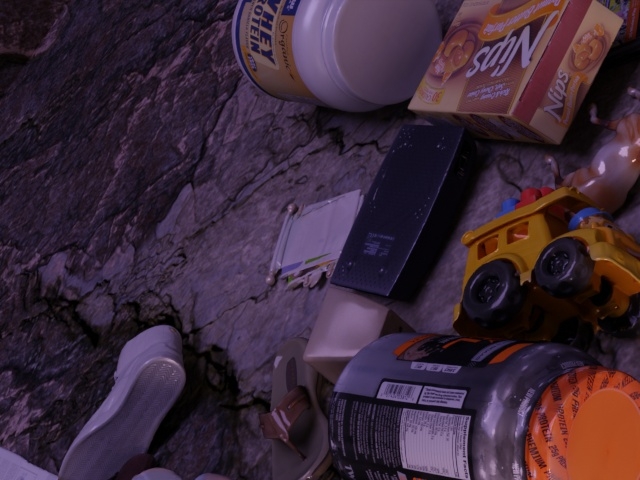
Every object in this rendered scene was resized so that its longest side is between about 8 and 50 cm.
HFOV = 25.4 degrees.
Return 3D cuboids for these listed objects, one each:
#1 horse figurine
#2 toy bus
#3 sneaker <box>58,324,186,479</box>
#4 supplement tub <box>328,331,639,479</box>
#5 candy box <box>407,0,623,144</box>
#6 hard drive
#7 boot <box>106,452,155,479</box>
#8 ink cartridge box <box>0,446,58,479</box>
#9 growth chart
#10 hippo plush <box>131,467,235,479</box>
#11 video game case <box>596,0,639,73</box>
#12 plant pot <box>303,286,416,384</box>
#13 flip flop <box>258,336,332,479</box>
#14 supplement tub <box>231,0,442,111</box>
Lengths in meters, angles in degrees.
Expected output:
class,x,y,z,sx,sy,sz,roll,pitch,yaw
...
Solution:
class,x,y,z,sx,sy,sz,roll,pitch,yaw
horse figurine,0.341,-0.095,1.709,0.263,0.066,0.174,-49,25,7
toy bus,0.269,0.015,1.608,0.220,0.149,0.211,-27,44,37
sneaker,-0.306,0.267,2.246,0.292,0.108,0.169,-51,17,14
supplement tub,0.179,0.205,1.502,0.338,0.207,0.207,0,61,54
candy box,0.250,-0.231,1.887,0.182,0.088,0.316,-63,22,-4
hard drive,0.118,-0.038,1.959,0.172,0.054,0.254,10,73,59
boot,-0.329,0.456,2.124,0.248,0.090,0.207,-48,17,21
ink cartridge box,-0.541,0.503,2.323,0.385,0.091,0.308,4,63,58
growth chart,0.000,0.000,2.134,0.237,0.021,0.172,-12,52,49
hippo plush,-0.175,0.465,1.805,0.294,0.234,0.236,-74,1,-54
video game case,0.424,-0.351,1.871,0.248,0.035,0.274,-18,47,45
plant pot,0.060,0.133,1.847,0.096,0.109,0.109,0,60,41
flip flop,-0.043,0.230,1.912,0.112,0.080,0.277,-38,34,27
supplement tub,0.023,-0.319,2.208,0.228,0.228,0.316,-60,31,-8
